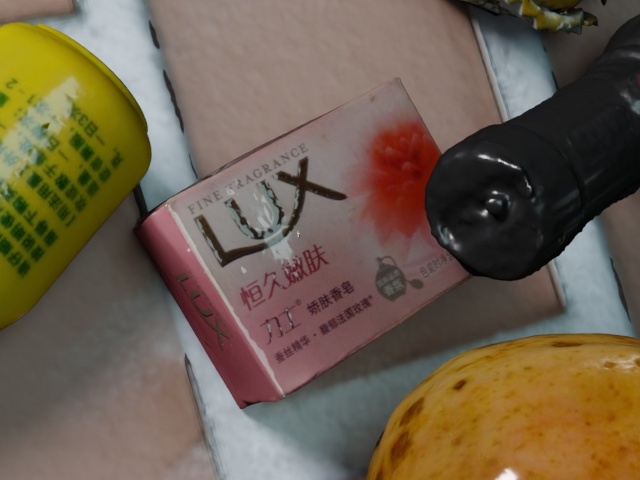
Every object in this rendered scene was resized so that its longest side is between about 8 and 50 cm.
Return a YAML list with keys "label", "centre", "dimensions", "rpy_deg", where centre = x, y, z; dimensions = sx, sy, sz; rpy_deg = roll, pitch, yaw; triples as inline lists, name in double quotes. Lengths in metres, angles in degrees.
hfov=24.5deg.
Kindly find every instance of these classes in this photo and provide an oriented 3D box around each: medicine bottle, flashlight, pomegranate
- label: "medicine bottle"
  centre: [-0.177, 0.022, 0.627]
  dimensions: [0.095, 0.064, 0.260]
  rpy_deg: [46, 67, -22]
- label: "flashlight"
  centre: [0.141, -0.053, 0.745]
  dimensions: [0.232, 0.093, 0.093]
  rpy_deg: [-30, 92, -47]
- label: "pomegranate"
  centre: [0.124, 0.148, 0.657]
  dimensions: [0.215, 0.215, 0.215]
  rpy_deg: [6, 76, -24]

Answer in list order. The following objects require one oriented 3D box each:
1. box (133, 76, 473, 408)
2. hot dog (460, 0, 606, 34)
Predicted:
- label: "box"
  centre: [0.000, 0.000, 0.719]
  dimensions: [0.156, 0.060, 0.111]
  rpy_deg: [-32, 92, -28]
- label: "hot dog"
  centre: [0.132, -0.239, 0.821]
  dimensions: [0.162, 0.082, 0.270]
  rpy_deg: [32, 68, -14]
